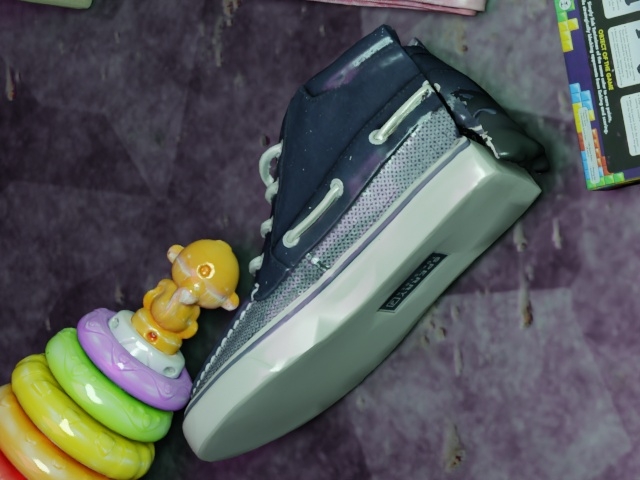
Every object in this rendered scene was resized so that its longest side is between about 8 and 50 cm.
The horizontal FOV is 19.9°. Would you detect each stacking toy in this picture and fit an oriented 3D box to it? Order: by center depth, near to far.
[{"bbox_3d":[-0.166,0.115,1.404,0.175,0.166,0.302,41,101,8],"label":"stacking toy"}]

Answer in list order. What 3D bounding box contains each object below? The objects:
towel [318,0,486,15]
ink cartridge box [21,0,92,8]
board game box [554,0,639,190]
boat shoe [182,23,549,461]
[{"bbox_3d":[0.032,-0.337,1.326,0.237,0.037,0.329,10,96,30],"label":"towel"},{"bbox_3d":[-0.229,-0.306,1.392,0.088,0.193,0.235,28,106,28],"label":"ink cartridge box"},{"bbox_3d":[0.233,-0.128,1.202,0.141,0.048,0.170,-11,85,29],"label":"board game box"},{"bbox_3d":[0.000,0.000,1.315,0.340,0.127,0.158,-44,63,16],"label":"boat shoe"}]
